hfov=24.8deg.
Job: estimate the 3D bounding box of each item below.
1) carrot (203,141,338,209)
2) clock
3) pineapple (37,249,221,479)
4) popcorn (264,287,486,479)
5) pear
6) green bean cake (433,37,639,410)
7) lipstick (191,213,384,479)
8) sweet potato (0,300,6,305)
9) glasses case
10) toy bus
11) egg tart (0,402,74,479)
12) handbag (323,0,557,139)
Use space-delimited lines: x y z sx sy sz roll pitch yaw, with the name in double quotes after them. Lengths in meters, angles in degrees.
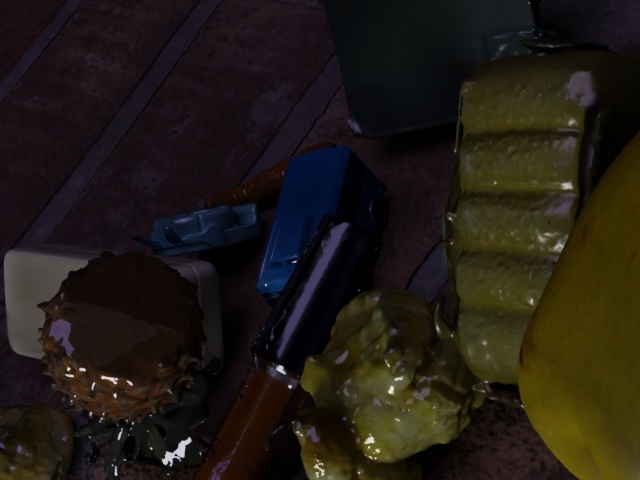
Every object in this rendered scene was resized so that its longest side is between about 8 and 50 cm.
-0.056 -0.066 1.691 0.191 0.047 0.047 -23 43 29 "carrot"
-0.144 -0.009 1.644 0.108 0.147 0.045 -9 94 35 "clock"
-0.178 0.140 1.416 0.165 0.364 0.165 1 63 -1 "pineapple"
0.052 0.139 1.327 0.195 0.173 0.168 -50 52 -1 "popcorn"
0.348 0.051 0.993 0.418 0.362 0.362 -32 39 -2 "pear"
0.228 -0.010 1.267 0.202 0.285 0.310 8 92 43 "green bean cake"
-0.058 0.170 1.400 0.077 0.077 0.418 22 84 48 "lipstick"
-0.331 0.058 1.806 0.195 0.056 0.056 -14 47 35 "sweet potato"
-0.239 0.079 1.643 0.313 0.070 0.131 6 102 43 "glasses case"
0.000 0.000 1.532 0.090 0.106 0.185 -10 49 31 "toy bus"
-0.387 0.266 1.639 0.252 0.098 0.232 8 58 48 "egg tart"
0.127 -0.247 1.553 0.260 0.247 0.079 -7 11 36 "handbag"
